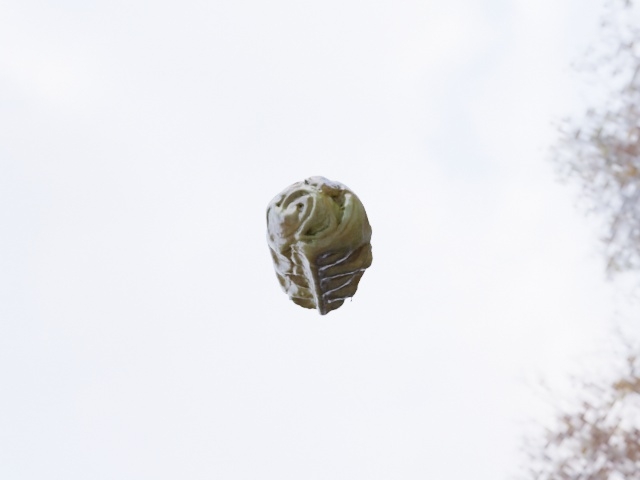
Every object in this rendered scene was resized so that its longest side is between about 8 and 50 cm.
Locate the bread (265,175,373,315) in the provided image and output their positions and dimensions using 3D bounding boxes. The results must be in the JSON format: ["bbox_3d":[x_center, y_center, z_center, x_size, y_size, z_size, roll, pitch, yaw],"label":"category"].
[{"bbox_3d":[0.000,0.000,0.959,0.110,0.066,0.060,80,-160,-60],"label":"bread"}]
